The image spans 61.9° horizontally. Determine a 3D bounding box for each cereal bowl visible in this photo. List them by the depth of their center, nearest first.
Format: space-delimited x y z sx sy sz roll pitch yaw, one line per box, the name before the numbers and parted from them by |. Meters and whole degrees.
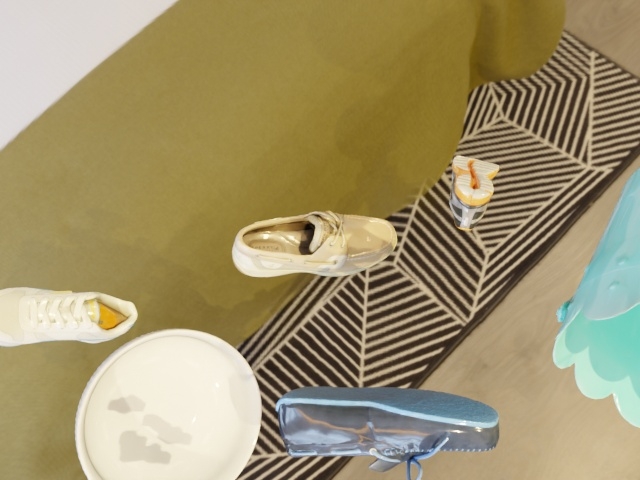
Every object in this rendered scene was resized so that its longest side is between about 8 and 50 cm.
cereal bowl | -0.295 0.338 1.034 0.339 0.141 0.338 5 80 -30

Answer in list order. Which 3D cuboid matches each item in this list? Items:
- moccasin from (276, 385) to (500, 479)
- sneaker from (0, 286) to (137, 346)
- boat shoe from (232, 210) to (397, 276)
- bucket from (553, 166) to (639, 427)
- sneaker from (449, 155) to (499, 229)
moccasin | 0.099 0.293 0.821 0.342 0.138 0.116 -3 88 28
sneaker | -0.383 0.107 0.787 0.092 0.229 0.087 -20 72 29
boat shoe | 0.000 0.000 0.932 0.303 0.098 0.109 -5 68 -15
bucket | 0.354 0.056 0.431 0.281 0.281 0.183 24 66 13
sneaker | 0.272 -0.094 0.974 0.084 0.215 0.083 15 121 15
